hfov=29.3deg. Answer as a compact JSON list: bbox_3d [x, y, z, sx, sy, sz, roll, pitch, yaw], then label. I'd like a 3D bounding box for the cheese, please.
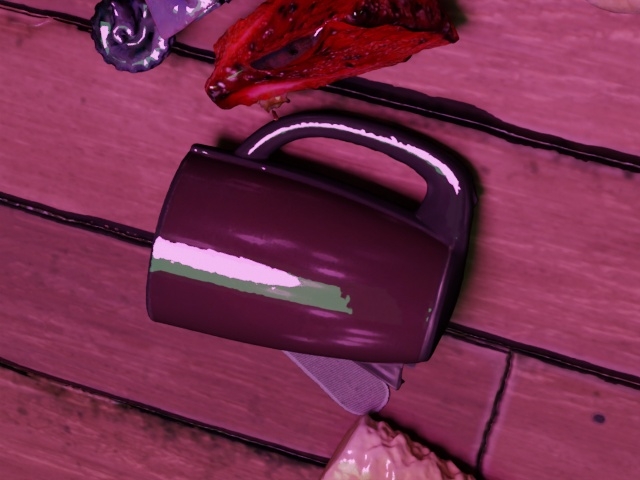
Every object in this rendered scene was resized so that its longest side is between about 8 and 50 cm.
[{"bbox_3d":[0.078,0.241,1.087,0.167,0.094,0.123,32,126,0],"label":"cheese"}]

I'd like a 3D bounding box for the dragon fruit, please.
[{"bbox_3d":[0.000,-0.134,0.889,0.192,0.122,0.092,-24,123,27],"label":"dragon fruit"}]

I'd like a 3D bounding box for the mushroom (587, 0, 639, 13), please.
[{"bbox_3d":[0.194,-0.219,0.763,0.154,0.122,0.154,14,127,19],"label":"mushroom"}]

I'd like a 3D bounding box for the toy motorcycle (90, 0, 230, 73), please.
[{"bbox_3d":[-0.095,-0.217,0.898,0.213,0.082,0.122,-29,106,19],"label":"toy motorcycle"}]

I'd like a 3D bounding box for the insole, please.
[{"bbox_3d":[-0.025,0.071,1.079,0.080,0.003,0.232,-33,104,32],"label":"insole"}]

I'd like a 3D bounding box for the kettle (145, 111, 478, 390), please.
[{"bbox_3d":[0.000,0.000,0.968,0.232,0.144,0.202,14,92,5],"label":"kettle"}]
